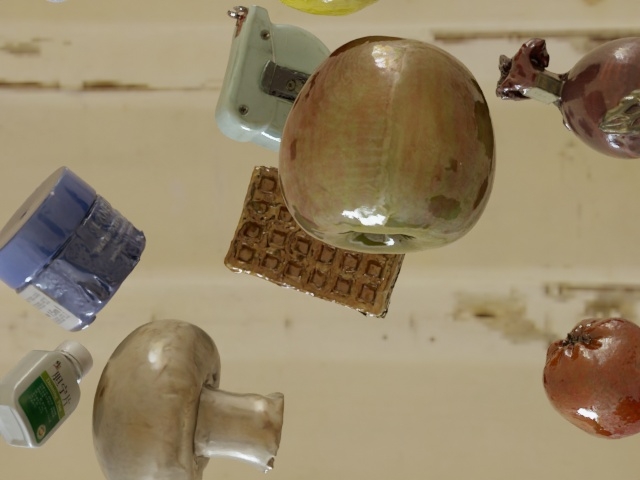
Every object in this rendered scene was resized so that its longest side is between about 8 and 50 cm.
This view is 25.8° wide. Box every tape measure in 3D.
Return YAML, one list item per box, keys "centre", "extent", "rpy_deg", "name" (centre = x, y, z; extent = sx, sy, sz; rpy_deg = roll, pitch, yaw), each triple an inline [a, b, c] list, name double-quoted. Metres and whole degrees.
- centre: [-0.079, -0.298, 2.649]
  extent: [0.125, 0.246, 0.243]
  rpy_deg: [155, 128, -68]
  name: "tape measure"

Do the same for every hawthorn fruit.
- centre: [0.316, 0.160, 1.561]
  extent: [0.138, 0.133, 0.133]
  rpy_deg: [51, -152, -11]
  name: "hawthorn fruit"

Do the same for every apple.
- centre: [0.077, -0.109, 1.619]
  extent: [0.257, 0.256, 0.234]
  rpy_deg: [33, -125, -71]
  name: "apple"

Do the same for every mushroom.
- centre: [-0.200, 0.268, 2.146]
  extent: [0.297, 0.290, 0.298]
  rpy_deg: [5, -90, -86]
  name: "mushroom"

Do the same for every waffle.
- centre: [0.000, 0.000, 2.528]
  extent: [0.091, 0.308, 0.213]
  rpy_deg: [51, -123, -79]
  name: "waffle"

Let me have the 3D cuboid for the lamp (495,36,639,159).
- centre: [0.351, -0.174, 1.728]
  extent: [0.215, 0.223, 0.151]
  rpy_deg: [23, -119, -41]
  name: "lamp"

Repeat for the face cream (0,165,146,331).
- centre: [-0.485, 0.019, 2.676]
  extent: [0.225, 0.249, 0.249]
  rpy_deg: [41, -142, -18]
  name: "face cream"

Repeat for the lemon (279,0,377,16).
- centre: [0.005, -0.420, 1.806]
  extent: [0.320, 0.245, 0.245]
  rpy_deg: [-130, 25, -54]
  name: "lemon"

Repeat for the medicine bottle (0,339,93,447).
- centre: [-0.434, 0.235, 2.194]
  extent: [0.183, 0.069, 0.119]
  rpy_deg: [-51, -49, -47]
  name: "medicine bottle"
